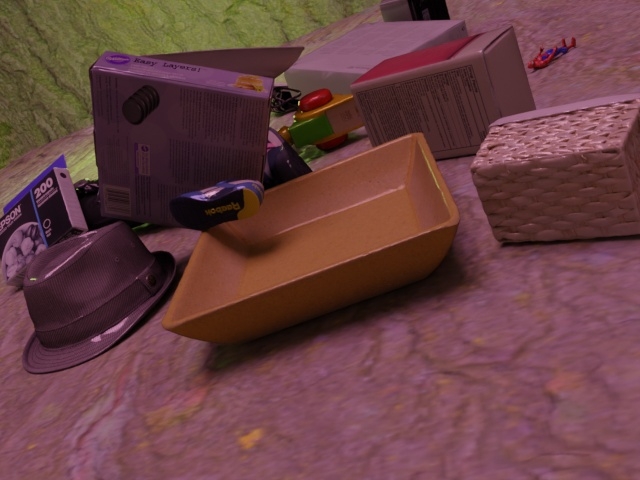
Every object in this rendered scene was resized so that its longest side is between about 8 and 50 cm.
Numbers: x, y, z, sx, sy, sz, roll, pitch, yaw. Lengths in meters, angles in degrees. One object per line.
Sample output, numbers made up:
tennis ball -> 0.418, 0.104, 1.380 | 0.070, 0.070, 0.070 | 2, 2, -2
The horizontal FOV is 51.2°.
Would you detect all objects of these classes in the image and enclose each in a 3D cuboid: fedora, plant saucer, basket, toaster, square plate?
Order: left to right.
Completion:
fedora -> -0.349, 0.060, 0.996 | 0.244, 0.124, 0.275 | -11, 25, 31
square plate -> -0.253, -0.304, 1.350 | 0.344, 0.049, 0.347 | -15, 0, -32
plant saucer -> 0.000, 0.000, 0.830 | 0.333, 0.081, 0.332 | -20, 23, 10
toaster -> 0.257, -0.599, 1.774 | 0.110, 0.185, 0.168 | 4, 36, 42
basket -> 0.250, -0.067, 0.683 | 0.167, 0.113, 0.103 | -4, 34, 41

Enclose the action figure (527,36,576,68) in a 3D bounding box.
action figure -> 0.425, -0.348, 1.244 | 0.115, 0.030, 0.038 | -36, 30, -21

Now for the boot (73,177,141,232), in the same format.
boot -> -0.424, -0.118, 1.479 | 0.445, 0.146, 0.367 | -17, 21, 29

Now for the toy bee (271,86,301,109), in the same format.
toy bee -> -0.192, -0.194, 1.283 | 0.298, 0.162, 0.195 | 4, 32, 2

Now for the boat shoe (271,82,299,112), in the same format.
boat shoe -> -0.105, -0.382, 1.798 | 0.219, 0.077, 0.070 | -4, 32, 34

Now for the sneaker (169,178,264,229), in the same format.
sneaker -> -0.140, -0.052, 0.920 | 0.144, 0.053, 0.059 | -5, 28, 21

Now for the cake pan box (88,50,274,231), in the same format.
cake pan box -> -0.201, -0.127, 0.984 | 0.246, 0.266, 0.070 | 9, 39, -1

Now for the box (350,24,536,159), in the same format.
box -> 0.189, -0.217, 1.031 | 0.232, 0.148, 0.127 | -4, 29, 40

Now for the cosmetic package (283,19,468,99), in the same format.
cosmetic package -> 0.123, -0.425, 1.593 | 0.284, 0.097, 0.377 | -32, 30, -22

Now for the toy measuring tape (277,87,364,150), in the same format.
toy measuring tape -> 0.064, -0.264, 1.319 | 0.330, 0.121, 0.121 | -23, 22, 5

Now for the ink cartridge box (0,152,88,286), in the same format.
ink cartridge box -> -0.575, -0.047, 1.348 | 0.206, 0.045, 0.208 | -37, 61, 17

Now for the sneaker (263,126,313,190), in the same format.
sneaker -> -0.082, -0.099, 1.137 | 0.131, 0.112, 0.319 | -41, 19, 3
